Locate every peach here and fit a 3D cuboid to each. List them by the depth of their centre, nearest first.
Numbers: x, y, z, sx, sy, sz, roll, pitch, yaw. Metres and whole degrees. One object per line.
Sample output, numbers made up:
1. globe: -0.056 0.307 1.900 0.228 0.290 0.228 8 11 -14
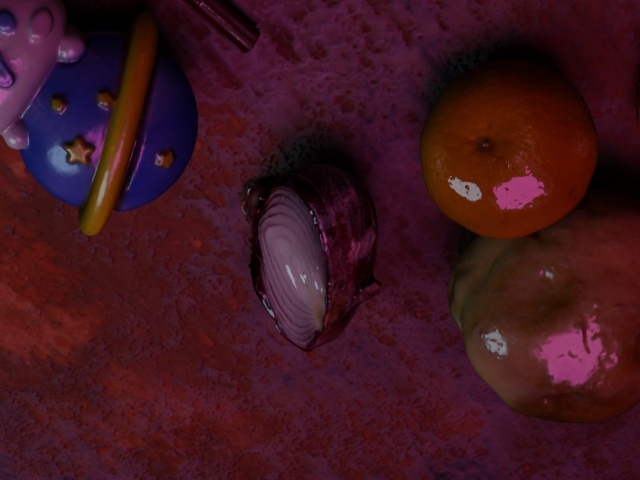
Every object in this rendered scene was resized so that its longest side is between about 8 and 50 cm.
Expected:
1. peach: 0.241 0.055 1.513 0.235 0.214 0.214 -36 125 20

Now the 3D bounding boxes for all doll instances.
1. doll: -0.212 -0.153 1.359 0.242 0.159 0.311 15 108 0

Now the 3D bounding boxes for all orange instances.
1. orange: 0.166 -0.079 1.432 0.159 0.159 0.136 -27 165 20

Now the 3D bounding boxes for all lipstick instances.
1. lipstick: -0.119 -0.218 1.363 0.027 0.027 0.176 -35 125 26

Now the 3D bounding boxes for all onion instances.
1. onion: 0.000 0.000 1.529 0.098 0.151 0.206 -25 152 -27

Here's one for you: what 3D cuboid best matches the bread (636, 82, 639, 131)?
1. bread: 0.315 -0.140 1.446 0.072 0.053 0.106 -17 139 -19
